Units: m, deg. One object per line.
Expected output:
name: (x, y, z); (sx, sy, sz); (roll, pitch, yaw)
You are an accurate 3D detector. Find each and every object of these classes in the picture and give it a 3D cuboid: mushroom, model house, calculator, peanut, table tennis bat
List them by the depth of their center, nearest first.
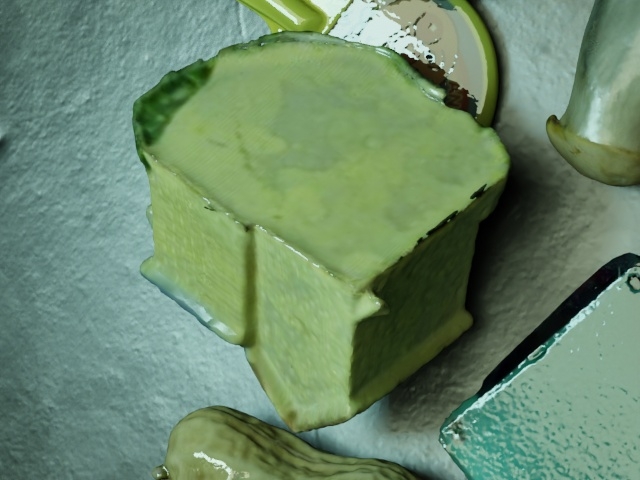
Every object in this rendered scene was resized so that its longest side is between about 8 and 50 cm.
mushroom: (0.298, -0.205, 1.605); (0.122, 0.159, 0.328); (17, 98, -15)
calculator: (0.270, 0.179, 1.636); (0.274, 0.058, 0.248); (-45, 71, 14)
model house: (0.000, 0.000, 1.680); (0.321, 0.261, 0.266); (34, 141, 28)
peanut: (-0.014, 0.258, 1.710); (0.291, 0.143, 0.159); (17, 127, 17)
table tennis bat: (0.010, -0.194, 1.772); (0.369, 0.054, 0.224); (41, 104, 16)
